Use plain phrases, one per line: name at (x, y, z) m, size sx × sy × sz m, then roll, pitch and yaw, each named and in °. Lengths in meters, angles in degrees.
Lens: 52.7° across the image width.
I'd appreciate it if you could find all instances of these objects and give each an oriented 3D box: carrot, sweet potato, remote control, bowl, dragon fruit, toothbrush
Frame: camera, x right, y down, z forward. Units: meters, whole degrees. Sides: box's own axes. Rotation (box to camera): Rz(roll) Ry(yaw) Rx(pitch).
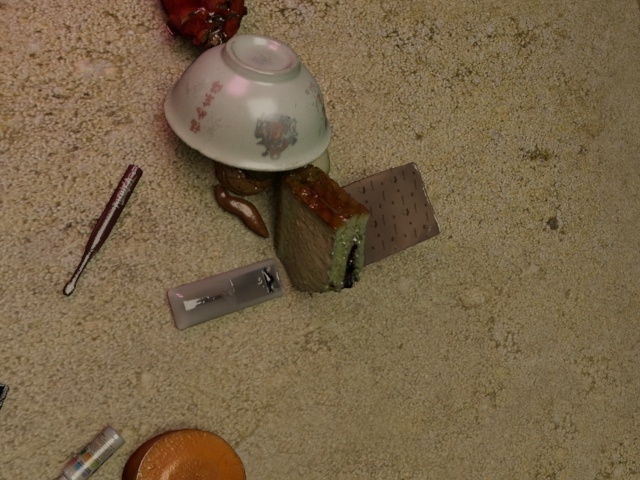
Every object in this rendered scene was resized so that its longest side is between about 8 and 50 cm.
carrot at (-0.326, 0.593, 1.583) m, size 0.307 × 0.100 × 0.258 m, roll 26°, pitch 71°, yaw -29°
sweet potato at (-0.208, -0.080, 1.743) m, size 0.202 × 0.055 × 0.058 m, roll 41°, pitch 57°, yaw -16°
remote control at (-0.238, 0.137, 1.698) m, size 0.313 × 0.055 × 0.109 m, roll -17°, pitch 91°, yaw -28°
bowl at (-0.161, -0.382, 1.605) m, size 0.435 × 0.195 × 0.434 m, roll 10°, pitch 43°, yaw -9°
dragon fruit at (-0.310, -0.655, 1.677) m, size 0.250 × 0.250 × 0.314 m, roll -24°, pitch 109°, yaw -27°
toothbrush at (-0.532, -0.028, 1.584) m, size 0.041 × 0.041 × 0.363 m, roll 30°, pitch 72°, yaw -20°

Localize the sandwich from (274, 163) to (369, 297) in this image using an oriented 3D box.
sandwich at (-0.001, 0.000, 1.690) m, size 0.131 × 0.262 × 0.325 m, roll -20°, pitch 134°, yaw -30°

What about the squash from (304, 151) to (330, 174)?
squash at (-0.053, -0.260, 1.787) m, size 0.219 × 0.041 × 0.219 m, roll 39°, pitch 38°, yaw -40°

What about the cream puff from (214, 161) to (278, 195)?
cream puff at (-0.180, -0.218, 1.710) m, size 0.184 × 0.169 × 0.183 m, roll 3°, pitch 83°, yaw -25°

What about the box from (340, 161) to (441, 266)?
box at (0.145, -0.066, 1.842) m, size 0.297 × 0.190 × 0.225 m, roll -22°, pitch 93°, yaw -28°

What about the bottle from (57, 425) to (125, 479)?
bottle at (-0.552, 0.525, 1.489) m, size 0.217 × 0.060 × 0.060 m, roll -43°, pitch 103°, yaw -25°

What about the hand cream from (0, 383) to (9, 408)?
hand cream at (-0.826, 0.340, 1.384) m, size 0.271 × 0.061 × 0.120 m, roll 22°, pitch 75°, yaw -27°
